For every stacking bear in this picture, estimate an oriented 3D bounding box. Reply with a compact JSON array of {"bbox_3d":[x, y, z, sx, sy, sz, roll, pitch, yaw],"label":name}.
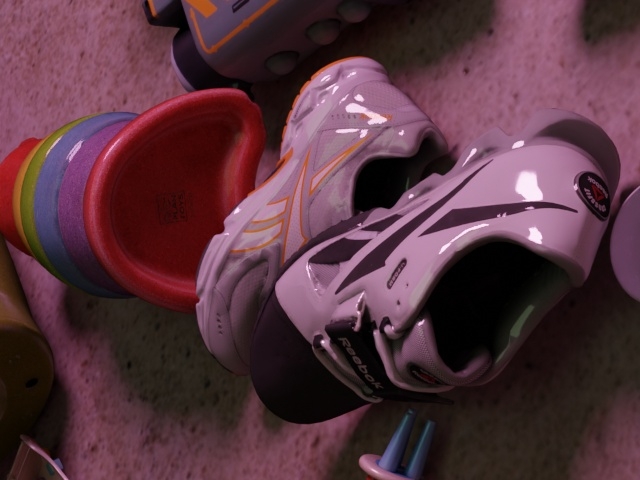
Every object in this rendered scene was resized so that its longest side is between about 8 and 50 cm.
[{"bbox_3d":[-0.182,-0.032,1.447,0.289,0.164,0.175,5,103,57],"label":"stacking bear"}]

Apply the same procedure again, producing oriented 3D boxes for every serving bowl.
[{"bbox_3d":[0.222,0.002,1.083,0.083,0.027,0.083,-15,70,46],"label":"serving bowl"}]

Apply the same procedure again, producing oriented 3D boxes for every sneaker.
[{"bbox_3d":[0.000,0.000,1.284,0.121,0.099,0.262,41,112,40],"label":"sneaker"},{"bbox_3d":[0.056,0.051,1.152,0.330,0.122,0.146,-41,22,36],"label":"sneaker"}]

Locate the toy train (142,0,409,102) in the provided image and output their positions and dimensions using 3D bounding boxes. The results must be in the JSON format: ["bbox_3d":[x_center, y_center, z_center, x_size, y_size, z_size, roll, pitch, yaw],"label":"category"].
[{"bbox_3d":[-0.018,-0.239,1.339,0.334,0.142,0.190,-32,68,39],"label":"toy train"}]

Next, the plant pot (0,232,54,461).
[{"bbox_3d":[-0.432,0.053,1.590,0.353,0.366,0.366,48,116,30],"label":"plant pot"}]

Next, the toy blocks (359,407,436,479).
[{"bbox_3d":[0.062,0.201,1.192,0.123,0.054,0.148,30,103,48],"label":"toy blocks"}]

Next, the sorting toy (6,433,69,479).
[{"bbox_3d":[-0.246,0.227,1.541,0.075,0.045,0.083,32,104,40],"label":"sorting toy"}]
